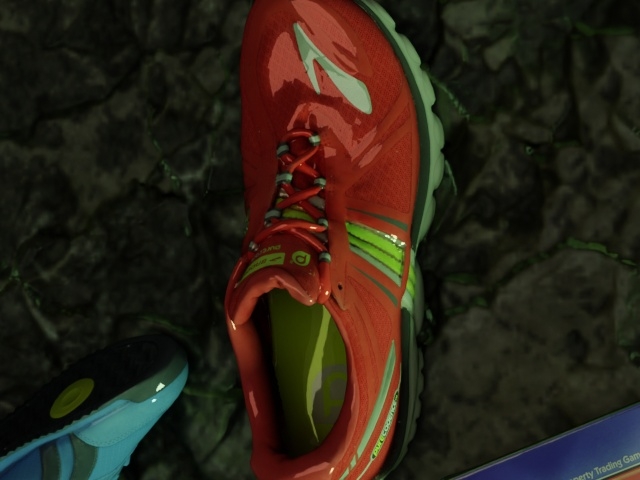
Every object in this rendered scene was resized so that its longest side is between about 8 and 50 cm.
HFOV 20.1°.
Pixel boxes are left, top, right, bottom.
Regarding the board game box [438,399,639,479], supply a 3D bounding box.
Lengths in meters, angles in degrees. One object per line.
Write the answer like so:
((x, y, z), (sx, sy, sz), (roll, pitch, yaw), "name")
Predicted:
((0.231, 0.161, 0.870), (0.317, 0.046, 0.213), (-26, 84, 23), "board game box")

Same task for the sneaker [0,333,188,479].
((-0.147, 0.133, 1.033), (0.209, 0.069, 0.082), (-36, 112, 13), "sneaker")

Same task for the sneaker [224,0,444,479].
((0.000, 0.000, 0.922), (0.107, 0.118, 0.279), (-5, 91, 23), "sneaker")
